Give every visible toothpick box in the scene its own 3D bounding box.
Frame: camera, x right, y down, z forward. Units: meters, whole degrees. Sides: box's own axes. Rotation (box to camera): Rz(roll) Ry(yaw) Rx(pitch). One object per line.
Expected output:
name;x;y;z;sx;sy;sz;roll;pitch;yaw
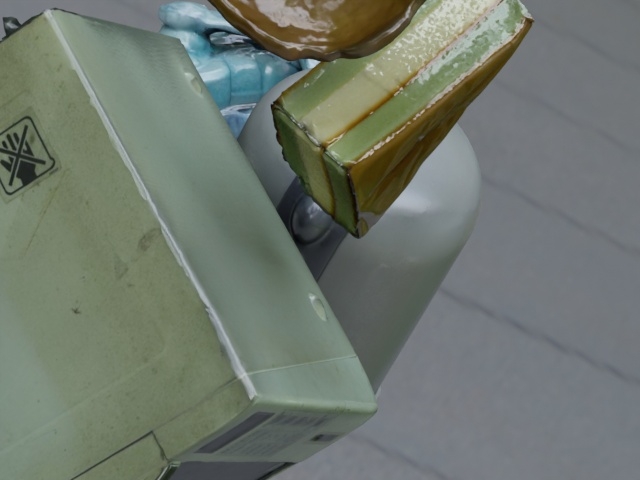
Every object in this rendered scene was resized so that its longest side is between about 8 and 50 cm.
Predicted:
toothpick box;0.000;0.000;1.468;0.229;0.316;0.229;15;45;-15

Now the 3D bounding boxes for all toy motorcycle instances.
toy motorcycle;-0.110;-0.132;1.630;0.206;0.154;0.260;26;29;39

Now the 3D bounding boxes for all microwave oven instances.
microwave oven;-0.213;0.083;1.232;0.333;0.394;0.247;61;17;11

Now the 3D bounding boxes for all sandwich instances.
sandwich;0.055;-0.093;1.168;0.079;0.163;0.113;44;-13;17

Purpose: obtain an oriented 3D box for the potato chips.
potato chips;-0.011;-0.193;1.046;0.201;0.150;0.049;47;14;19
